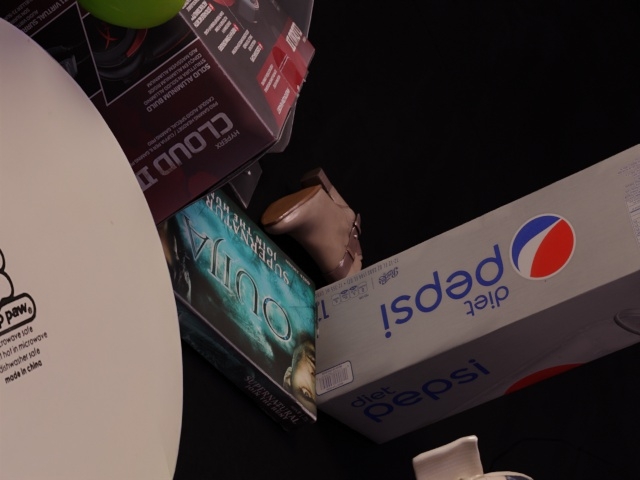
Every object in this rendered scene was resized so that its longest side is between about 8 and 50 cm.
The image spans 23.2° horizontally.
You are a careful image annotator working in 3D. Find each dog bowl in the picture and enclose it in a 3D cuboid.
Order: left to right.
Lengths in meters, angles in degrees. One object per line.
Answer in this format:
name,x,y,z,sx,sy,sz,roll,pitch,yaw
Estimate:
dog bowl,-0.170,0.037,0.638,0.265,0.104,0.264,39,44,-51

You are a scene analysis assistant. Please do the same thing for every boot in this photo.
boot,0.000,0.000,1.164,0.087,0.042,0.118,67,29,-15

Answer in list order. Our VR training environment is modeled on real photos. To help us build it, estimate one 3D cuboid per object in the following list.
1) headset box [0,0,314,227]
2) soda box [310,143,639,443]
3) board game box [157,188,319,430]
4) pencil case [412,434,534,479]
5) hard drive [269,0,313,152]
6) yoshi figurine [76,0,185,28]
headset box,-0.120,-0.147,0.897,0.293,0.110,0.218,52,16,-14
soda box,0.130,0.042,1.078,0.098,0.286,0.091,37,35,-49
board game box,-0.063,0.027,1.019,0.186,0.026,0.126,45,30,-37
pencil case,0.115,0.314,0.838,0.183,0.160,0.410,72,-2,-47
hard drive,-0.050,-0.247,1.156,0.203,0.040,0.307,102,-17,-55
yoshi figurine,-0.166,-0.253,0.659,0.362,0.203,0.203,41,-3,-8
